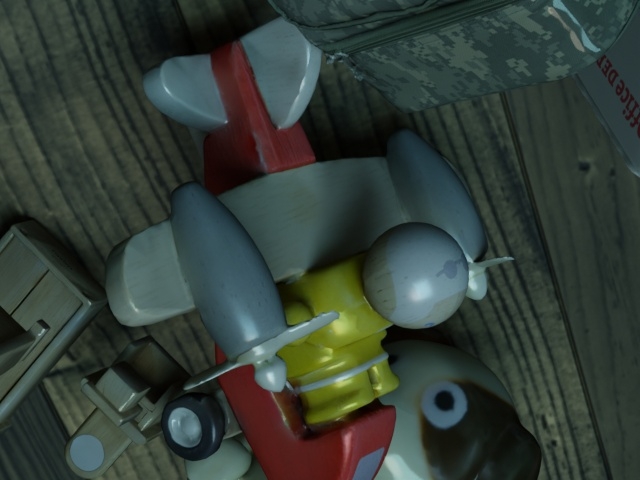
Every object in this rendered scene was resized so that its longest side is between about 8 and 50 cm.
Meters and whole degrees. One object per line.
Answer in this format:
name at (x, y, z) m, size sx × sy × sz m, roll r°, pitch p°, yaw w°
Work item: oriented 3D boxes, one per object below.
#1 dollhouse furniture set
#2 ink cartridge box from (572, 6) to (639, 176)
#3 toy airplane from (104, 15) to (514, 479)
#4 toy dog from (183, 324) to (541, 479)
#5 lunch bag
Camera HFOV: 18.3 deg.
dollhouse furniture set at (-0.317, 0.110, 1.637) m, size 0.303 × 0.355 × 0.174 m, roll 43°, pitch 108°, yaw 8°
ink cartridge box at (0.358, -0.212, 1.676) m, size 0.131 × 0.226 × 0.306 m, roll 16°, pitch 119°, yaw -21°
toy airplane at (0.000, 0.000, 1.640) m, size 0.272 × 0.386 × 0.384 m, roll 2°, pitch 145°, yaw 34°
toy dog at (0.042, 0.283, 1.899) m, size 0.395 × 0.284 × 0.408 m, roll 9°, pitch 121°, yaw -34°
lunch bag at (0.079, -0.253, 1.502) m, size 0.256 × 0.305 × 0.212 m, roll 39°, pitch 68°, yaw -24°
